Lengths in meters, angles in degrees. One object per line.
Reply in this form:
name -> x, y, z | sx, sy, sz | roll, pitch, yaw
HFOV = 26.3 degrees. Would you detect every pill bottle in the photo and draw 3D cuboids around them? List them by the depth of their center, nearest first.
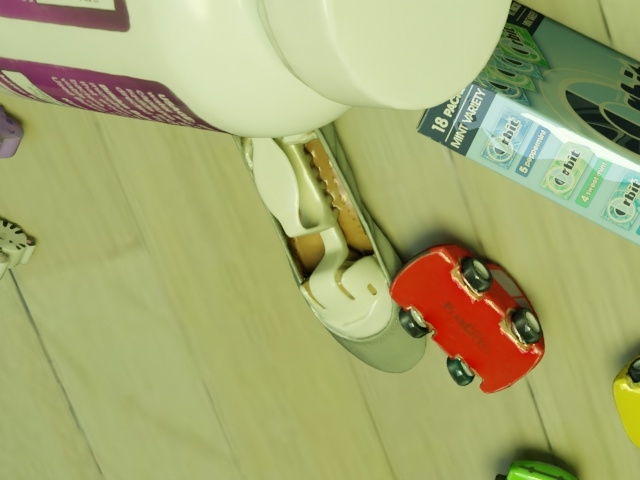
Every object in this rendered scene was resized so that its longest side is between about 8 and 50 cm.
pill bottle -> -0.059, -0.140, 0.672 | 0.301, 0.169, 0.169 | 14, 120, 44

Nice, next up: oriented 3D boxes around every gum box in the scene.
gum box -> 0.155, -0.054, 0.704 | 0.184, 0.157, 0.041 | 27, 118, 6

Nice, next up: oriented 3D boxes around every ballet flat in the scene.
ballet flat -> 0.000, 0.000, 0.830 | 0.072, 0.068, 0.213 | -17, 107, 24

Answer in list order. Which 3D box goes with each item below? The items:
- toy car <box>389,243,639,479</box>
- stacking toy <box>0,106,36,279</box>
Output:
toy car -> 0.145, 0.122, 0.844 | 0.239, 0.053, 0.225 | 18, 117, 11
stacking toy -> -0.250, -0.097, 0.886 | 0.221, 0.052, 0.167 | 34, 117, 4
